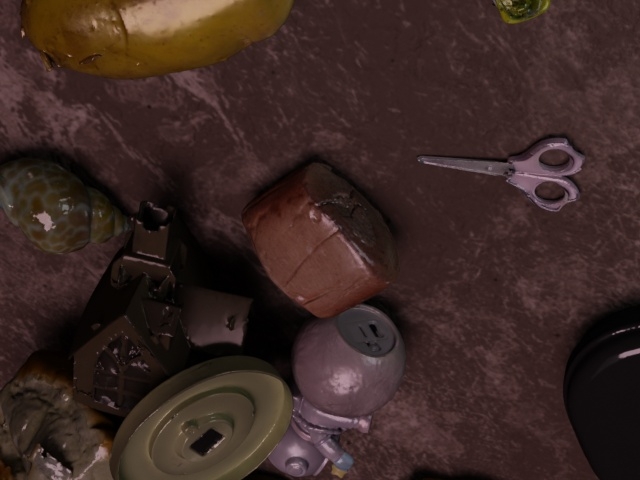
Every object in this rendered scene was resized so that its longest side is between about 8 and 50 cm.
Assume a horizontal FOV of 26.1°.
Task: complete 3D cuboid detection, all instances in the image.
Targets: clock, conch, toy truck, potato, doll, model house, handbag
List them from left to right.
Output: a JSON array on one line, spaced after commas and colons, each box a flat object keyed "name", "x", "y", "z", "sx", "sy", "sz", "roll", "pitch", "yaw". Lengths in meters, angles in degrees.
[{"name": "conch", "x": -0.330, "y": -0.045, "z": 1.669, "sx": 0.173, "sy": 0.106, "sz": 0.116, "roll": 28, "pitch": 153, "yaw": 15}, {"name": "potato", "x": -0.170, "y": -0.256, "z": 1.442, "sx": 0.300, "sy": 0.140, "sz": 0.173, "roll": -11, "pitch": 116, "yaw": 14}, {"name": "model house", "x": -0.181, "y": 0.066, "z": 1.646, "sx": 0.204, "sy": 0.211, "sz": 0.243, "roll": 12, "pitch": 128, "yaw": 3}, {"name": "clock", "x": -0.139, "y": 0.234, "z": 1.648, "sx": 0.235, "sy": 0.029, "sz": 0.235, "roll": -21, "pitch": 138, "yaw": -20}, {"name": "doll", "x": 0.004, "y": 0.202, "z": 1.751, "sx": 0.151, "sy": 0.151, "sz": 0.287, "roll": 24, "pitch": 132, "yaw": -5}, {"name": "toy truck", "x": 0.189, "y": -0.273, "z": 1.379, "sx": 0.076, "sy": 0.077, "sz": 0.111, "roll": -17, "pitch": 121, "yaw": 24}, {"name": "handbag", "x": 0.432, "y": 0.204, "z": 1.676, "sx": 0.254, "sy": 0.093, "sz": 0.308, "roll": -14, "pitch": 122, "yaw": 21}]

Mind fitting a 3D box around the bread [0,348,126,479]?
[{"name": "bread", "x": -0.290, "y": 0.286, "z": 1.785, "sx": 0.225, "sy": 0.250, "sz": 0.279, "roll": -46, "pitch": 133, "yaw": -2}]

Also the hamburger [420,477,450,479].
[{"name": "hamburger", "x": 0.183, "y": 0.388, "z": 1.878, "sx": 0.166, "sy": 0.087, "sz": 0.137, "roll": 12, "pitch": 128, "yaw": 5}]

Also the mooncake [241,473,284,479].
[{"name": "mooncake", "x": -0.100, "y": 0.522, "z": 1.981, "sx": 0.378, "sy": 0.200, "sz": 0.378, "roll": 6, "pitch": 127, "yaw": 9}]

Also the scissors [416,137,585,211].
[{"name": "scissors", "x": 0.202, "y": -0.082, "z": 1.563, "sx": 0.189, "sy": 0.015, "sz": 0.100, "roll": 7, "pitch": 130, "yaw": 10}]

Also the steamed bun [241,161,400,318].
[{"name": "steamed bun", "x": 0.000, "y": 0.000, "z": 1.623, "sx": 0.145, "sy": 0.106, "sz": 0.175, "roll": -34, "pitch": 99, "yaw": 38}]
